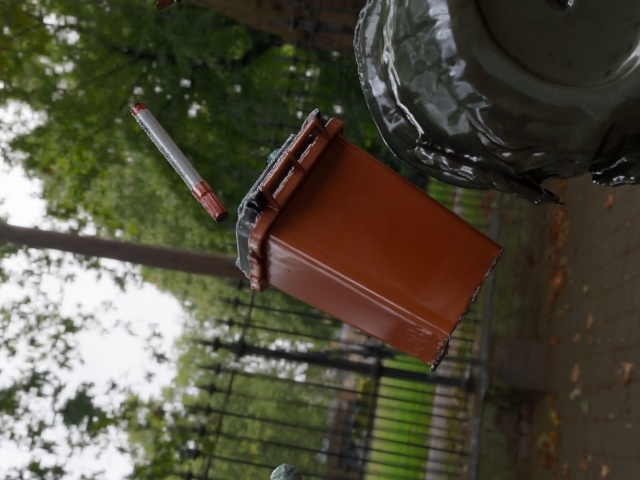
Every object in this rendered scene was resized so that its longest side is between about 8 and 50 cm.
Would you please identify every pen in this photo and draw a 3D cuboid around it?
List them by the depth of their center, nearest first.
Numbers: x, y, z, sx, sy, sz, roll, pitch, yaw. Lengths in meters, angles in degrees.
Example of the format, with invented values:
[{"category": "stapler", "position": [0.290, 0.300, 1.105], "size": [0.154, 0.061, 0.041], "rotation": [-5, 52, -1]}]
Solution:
[{"category": "pen", "position": [-0.215, -0.121, 1.422], "size": [0.028, 0.239, 0.028], "rotation": [-35, -20, -14]}]

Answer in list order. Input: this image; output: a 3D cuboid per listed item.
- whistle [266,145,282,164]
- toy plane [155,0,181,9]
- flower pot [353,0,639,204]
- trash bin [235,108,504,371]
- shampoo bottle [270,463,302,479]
[{"category": "whistle", "position": [-0.010, -0.071, 1.384], "size": [0.039, 0.186, 0.039], "rotation": [-33, -30, -22]}, {"category": "toy plane", "position": [-0.219, -0.425, 1.417], "size": [0.189, 0.130, 0.061], "rotation": [97, 154, -66]}, {"category": "flower pot", "position": [0.184, -0.168, 0.827], "size": [0.213, 0.302, 0.302], "rotation": [149, 132, -78]}, {"category": "trash bin", "position": [0.046, 0.003, 0.906], "size": [0.161, 0.239, 0.184], "rotation": [-55, -12, -21]}, {"category": "shampoo bottle", "position": [-0.062, 0.430, 1.368], "size": [0.212, 0.049, 0.072], "rotation": [-79, -32, -49]}]
